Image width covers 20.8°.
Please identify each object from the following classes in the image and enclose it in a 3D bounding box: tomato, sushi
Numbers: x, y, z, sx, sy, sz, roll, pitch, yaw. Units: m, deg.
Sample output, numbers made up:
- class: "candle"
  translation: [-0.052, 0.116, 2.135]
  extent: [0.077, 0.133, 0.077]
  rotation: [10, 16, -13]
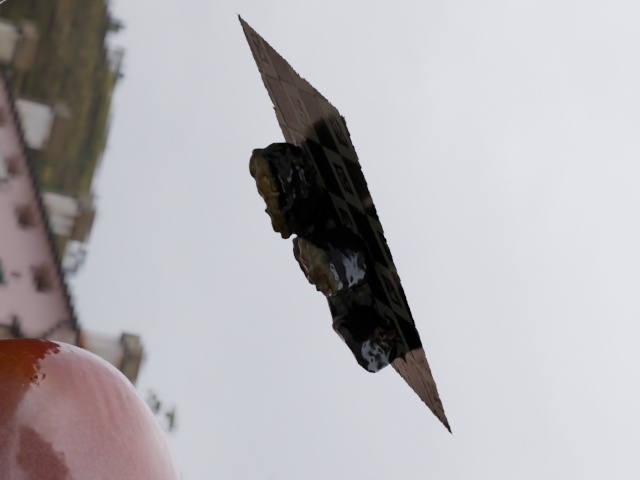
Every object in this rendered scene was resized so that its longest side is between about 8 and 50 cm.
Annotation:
- class: "tomato"
  translation: [-0.275, 0.257, 1.552]
  extent: [0.321, 0.321, 0.321]
  rotation: [-41, -137, 52]
- class: "sushi"
  translation: [0.000, 0.000, 1.207]
  extent: [0.192, 0.043, 0.279]
  rotation: [49, -17, 55]

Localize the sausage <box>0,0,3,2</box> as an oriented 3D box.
- class: "sausage"
  translation: [-0.181, -0.218, 0.925]
  extent: [0.348, 0.094, 0.097]
  rotation: [114, -28, -72]
